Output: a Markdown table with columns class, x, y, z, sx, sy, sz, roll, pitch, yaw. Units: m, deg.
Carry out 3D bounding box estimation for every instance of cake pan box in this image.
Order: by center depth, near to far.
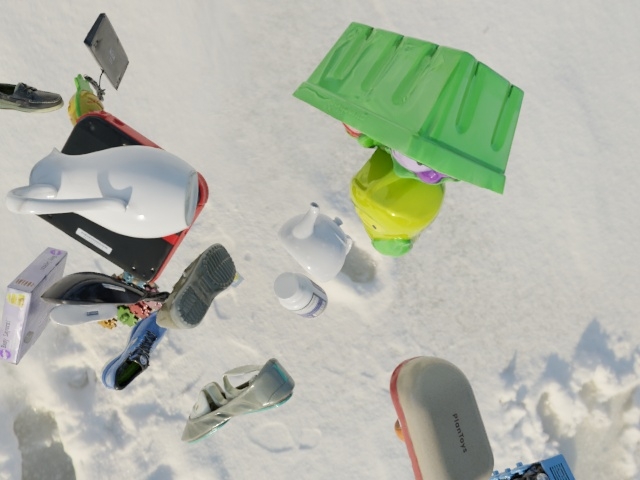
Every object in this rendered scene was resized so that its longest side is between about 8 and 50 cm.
| class | x | y | z | sx | sy | sz | roll | pitch | yaw |
| --- | --- | --- | --- | --- | --- | --- | --- | --- | --- |
| cake pan box | -0.822 | 0.176 | 1.471 | 0.070 | 0.267 | 0.246 | 20 | 112 | -12 |

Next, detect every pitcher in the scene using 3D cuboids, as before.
| class | x | y | z | sx | sy | sz | roll | pitch | yaw |
| --- | --- | --- | --- | --- | --- | --- | --- | --- | --- |
| pitcher | -0.280 | -0.061 | 0.681 | 0.207 | 0.178 | 0.126 | 7 | 113 | -3 |

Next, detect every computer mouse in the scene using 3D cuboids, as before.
| class | x | y | z | sx | sy | sz | roll | pitch | yaw |
| --- | --- | --- | --- | --- | --- | --- | --- | --- | --- |
| computer mouse | -0.431 | 0.092 | 1.004 | 0.262 | 0.184 | 0.060 | 10 | 83 | -53 |

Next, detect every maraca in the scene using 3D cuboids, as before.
| class | x | y | z | sx | sy | sz | roll | pitch | yaw |
| --- | --- | --- | --- | --- | --- | --- | --- | --- | --- |
| maraca | -0.689 | -0.393 | 1.505 | 0.099 | 0.127 | 0.186 | -9 | 85 | -3 |

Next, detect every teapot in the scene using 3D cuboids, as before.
| class | x | y | z | sx | sy | sz | roll | pitch | yaw |
| --- | --- | --- | --- | --- | --- | --- | --- | --- | --- |
| teapot | 0.000 | 0.000 | 1.638 | 0.187 | 0.256 | 0.252 | -44 | 102 | 1 |

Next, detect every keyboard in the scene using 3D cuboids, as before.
| class | x | y | z | sx | sy | sz | roll | pitch | yaw |
| --- | --- | --- | --- | --- | --- | --- | --- | --- | --- |
| keyboard | -0.685 | -0.556 | 1.613 | 0.033 | 0.317 | 0.202 | 20 | 81 | -4 |

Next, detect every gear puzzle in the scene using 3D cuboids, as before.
| class | x | y | z | sx | sy | sz | roll | pitch | yaw |
| --- | --- | --- | --- | --- | --- | --- | --- | --- | --- |
| gear puzzle | -0.637 | 0.202 | 1.633 | 0.175 | 0.339 | 0.044 | 50 | 34 | -13 |

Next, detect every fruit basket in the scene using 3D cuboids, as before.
| class | x | y | z | sx | sy | sz | roll | pitch | yaw |
| --- | --- | --- | --- | --- | --- | --- | --- | --- | --- |
| fruit basket | 0.128 | -0.149 | 0.904 | 0.283 | 0.392 | 0.392 | 12 | 90 | -40 |

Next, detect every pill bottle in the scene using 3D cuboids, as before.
| class | x | y | z | sx | sy | sz | roll | pitch | yaw |
| --- | --- | --- | --- | --- | --- | --- | --- | --- | --- |
| pill bottle | -0.052 | 0.137 | 1.294 | 0.094 | 0.094 | 0.169 | -62 | 151 | -9 |

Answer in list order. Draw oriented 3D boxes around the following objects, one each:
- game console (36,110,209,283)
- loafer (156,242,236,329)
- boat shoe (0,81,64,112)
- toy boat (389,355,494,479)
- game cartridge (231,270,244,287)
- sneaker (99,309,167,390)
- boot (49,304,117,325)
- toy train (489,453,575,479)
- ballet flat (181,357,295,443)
| class | x | y | z | sx | sy | sz | roll | pitch | yaw |
| --- | --- | --- | --- | --- | --- | --- | --- | --- | --- |
| game console | -0.528 | -0.114 | 1.363 | 0.386 | 0.060 | 0.342 | 34 | 105 | -6 |
| loafer | -0.248 | 0.087 | 1.008 | 0.094 | 0.087 | 0.251 | 63 | 24 | -17 |
| boat shoe | -0.879 | -0.426 | 1.502 | 0.223 | 0.080 | 0.073 | 1 | 135 | -11 |
| toy boat | 0.182 | 0.316 | 0.875 | 0.151 | 0.151 | 0.231 | -8 | 78 | -34 |
| game cartridge | -0.322 | 0.139 | 1.891 | 0.056 | 0.017 | 0.083 | -42 | 135 | -7 |
| sneaker | -0.646 | 0.403 | 1.851 | 0.130 | 0.147 | 0.330 | 46 | 66 | -34 |
| boot | -0.725 | 0.221 | 1.554 | 0.190 | 0.086 | 0.069 | 5 | 83 | -39 |
| toy train | 0.405 | 0.472 | 0.995 | 0.105 | 0.184 | 0.080 | -9 | 60 | -17 |
| ballet flat | -0.127 | 0.217 | 0.709 | 0.068 | 0.213 | 0.072 | 57 | 27 | -4 |
